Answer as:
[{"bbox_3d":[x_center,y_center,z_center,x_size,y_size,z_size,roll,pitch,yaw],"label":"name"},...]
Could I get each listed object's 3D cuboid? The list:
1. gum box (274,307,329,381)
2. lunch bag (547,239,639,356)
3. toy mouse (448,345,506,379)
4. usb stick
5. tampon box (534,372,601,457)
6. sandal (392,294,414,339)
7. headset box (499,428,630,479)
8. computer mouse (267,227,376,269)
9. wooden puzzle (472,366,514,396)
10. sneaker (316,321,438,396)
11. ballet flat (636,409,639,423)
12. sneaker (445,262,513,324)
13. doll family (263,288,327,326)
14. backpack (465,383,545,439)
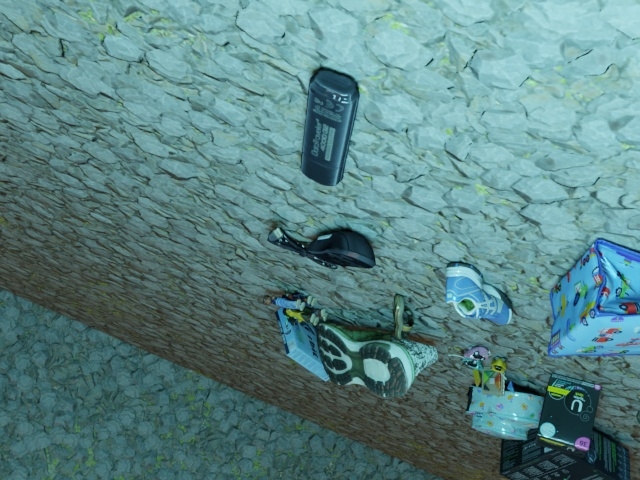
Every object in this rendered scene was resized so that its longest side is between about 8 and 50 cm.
[{"bbox_3d":[-0.041,0.283,2.090,0.041,0.157,0.184,-35,132,14],"label":"gum box"},{"bbox_3d":[0.560,0.126,1.268,0.293,0.138,0.221,10,155,1],"label":"lunch bag"},{"bbox_3d":[0.389,0.288,1.879,0.143,0.031,0.161,11,156,21],"label":"toy mouse"},{"bbox_3d":[0.011,-0.163,1.159,0.077,0.045,0.278,26,158,6],"label":"usb stick"},{"bbox_3d":[0.597,0.423,1.838,0.121,0.161,0.101,13,156,17],"label":"tampon box"},{"bbox_3d":[0.195,0.180,1.769,0.049,0.072,0.180,-4,150,3],"label":"sandal"},{"bbox_3d":[0.700,0.632,2.161,0.283,0.131,0.246,31,137,-15],"label":"headset box"},{"bbox_3d":[0.000,0.000,1.527,0.184,0.060,0.262,23,169,-18],"label":"computer mouse"},{"bbox_3d":[0.442,0.363,1.957,0.014,0.078,0.116,3,168,-44],"label":"wooden puzzle"},{"bbox_3d":[0.138,0.287,1.936,0.182,0.158,0.410,-13,-166,-32],"label":"sneaker"},{"bbox_3d":[0.879,0.472,1.773,0.281,0.095,0.096,12,126,21],"label":"ballet flat"},{"bbox_3d":[0.308,0.124,1.509,0.080,0.081,0.211,-8,146,47],"label":"sneaker"},{"bbox_3d":[-0.069,0.172,1.960,0.111,0.076,0.193,11,151,32],"label":"doll family"},{"bbox_3d":[0.496,0.451,2.004,0.166,0.144,0.188,25,153,-38],"label":"backpack"}]
